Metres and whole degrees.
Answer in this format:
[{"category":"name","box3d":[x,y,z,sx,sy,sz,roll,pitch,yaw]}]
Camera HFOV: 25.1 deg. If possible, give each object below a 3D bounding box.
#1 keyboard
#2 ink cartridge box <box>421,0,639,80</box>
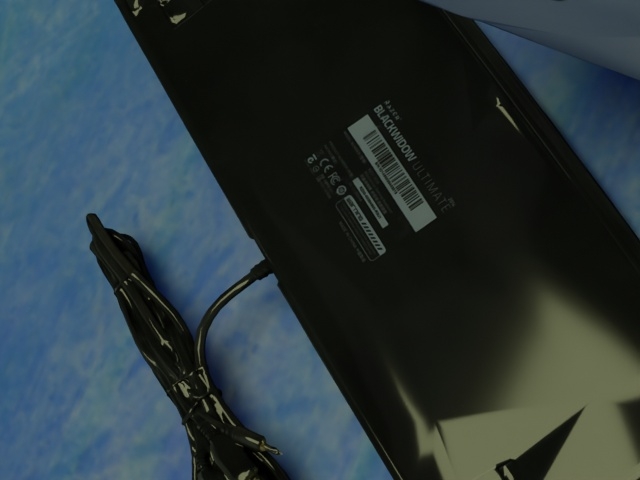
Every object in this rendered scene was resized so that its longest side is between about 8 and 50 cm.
[{"category":"keyboard","box3d":[0.000,0.000,0.574,0.201,0.033,0.317,-35,60,6]},{"category":"ink cartridge box","box3d":[0.204,-0.229,0.398,0.285,0.166,0.395,19,82,-3]}]
